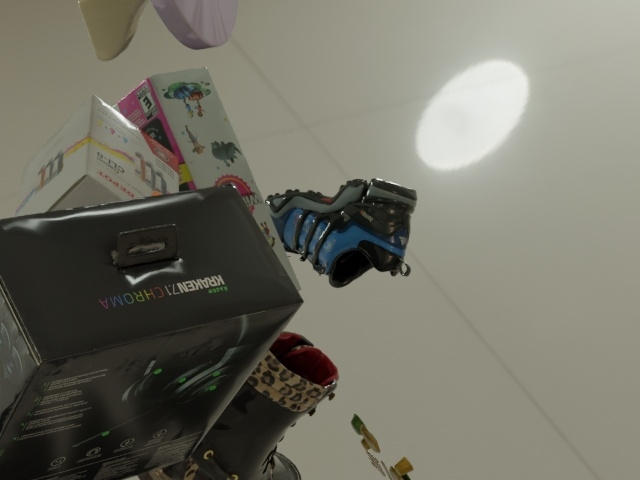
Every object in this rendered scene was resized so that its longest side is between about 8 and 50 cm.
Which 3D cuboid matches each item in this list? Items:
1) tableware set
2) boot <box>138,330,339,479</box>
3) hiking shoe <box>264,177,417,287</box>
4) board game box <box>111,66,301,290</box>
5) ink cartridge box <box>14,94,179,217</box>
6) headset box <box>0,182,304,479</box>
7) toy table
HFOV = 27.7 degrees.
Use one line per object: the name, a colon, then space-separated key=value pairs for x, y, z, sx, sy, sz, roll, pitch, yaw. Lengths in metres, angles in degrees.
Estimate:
tableware set: x=0.093 y=0.305 z=1.852 sx=0.024 sy=0.154 sz=0.104 roll=-32 pitch=-67 yaw=-12
boot: x=-0.081 y=0.283 z=1.966 sx=0.284 sy=0.138 sz=0.377 roll=-46 pitch=-37 yaw=14
hiking shoe: x=0.000 y=0.000 z=1.788 sx=0.113 sy=0.132 sz=0.304 roll=17 pitch=-19 yaw=-39
board game box: x=-0.179 y=-0.029 z=1.617 sx=0.097 sy=0.303 sz=0.224 roll=-19 pitch=-8 yaw=-45
ink cartridge box: x=-0.235 y=-0.039 z=1.372 sx=0.128 sy=0.176 sz=0.127 roll=38 pitch=-67 yaw=-27
headset box: x=-0.185 y=0.091 z=1.069 sx=0.246 sy=0.131 sz=0.283 roll=-12 pitch=-30 yaw=-38
toy table: x=-0.202 y=-0.324 z=1.345 sx=0.252 sy=0.161 sz=0.274 roll=-30 pitch=-68 yaw=-62
